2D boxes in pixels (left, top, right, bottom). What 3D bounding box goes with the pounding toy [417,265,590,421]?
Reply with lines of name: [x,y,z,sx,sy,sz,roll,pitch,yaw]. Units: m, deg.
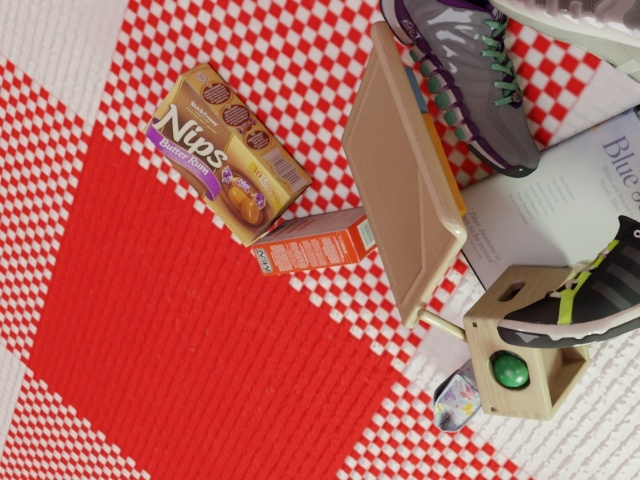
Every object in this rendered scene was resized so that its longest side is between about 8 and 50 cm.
pounding toy: [0.181,0.095,1.066,0.100,0.141,0.130,1,116,36]

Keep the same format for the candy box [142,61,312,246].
candy box: [-0.108,-0.098,1.261,0.186,0.053,0.109,48,133,3]

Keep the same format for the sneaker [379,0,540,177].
sneaker: [0.148,-0.165,1.012,0.098,0.083,0.223,-36,89,37]

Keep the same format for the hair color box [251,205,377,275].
hair color box: [0.000,0.000,1.223,0.141,0.072,0.043,-8,110,40]

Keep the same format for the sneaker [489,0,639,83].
sneaker: [0.251,-0.172,0.915,0.281,0.105,0.115,32,161,35]

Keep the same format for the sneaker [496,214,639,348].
sneaker: [0.259,0.028,0.963,0.084,0.235,0.097,161,94,-84]

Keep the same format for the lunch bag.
lunch bag: [0.159,0.165,1.199,0.053,0.071,0.083,41,133,13]

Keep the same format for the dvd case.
dvd case: [0.250,-0.005,1.069,0.253,0.022,0.180,-26,98,42]

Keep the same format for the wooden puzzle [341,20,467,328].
wooden puzzle: [0.080,-0.056,1.042,0.238,0.044,0.221,102,153,-64]
